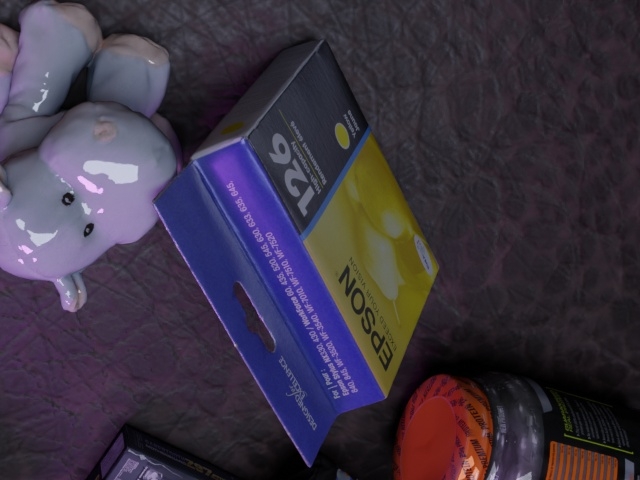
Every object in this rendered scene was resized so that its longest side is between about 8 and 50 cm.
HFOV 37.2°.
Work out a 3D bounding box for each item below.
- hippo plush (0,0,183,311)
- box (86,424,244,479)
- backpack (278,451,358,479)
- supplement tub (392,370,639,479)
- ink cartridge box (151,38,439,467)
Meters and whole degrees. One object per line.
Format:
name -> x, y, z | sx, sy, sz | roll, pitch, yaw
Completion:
hippo plush -> -0.251, -0.079, 0.842 | 0.294, 0.236, 0.234 | -30, 114, -4
box -> -0.209, 0.351, 1.102 | 0.183, 0.059, 0.232 | 32, 97, -23
backpack -> 0.020, 0.350, 1.092 | 0.182, 0.115, 0.152 | 46, 53, -10
supplement tub -> 0.270, 0.276, 1.130 | 0.338, 0.207, 0.207 | 19, 103, -20
ink cartridge box -> 0.000, 0.000, 0.922 | 0.072, 0.307, 0.303 | -14, 118, 28
